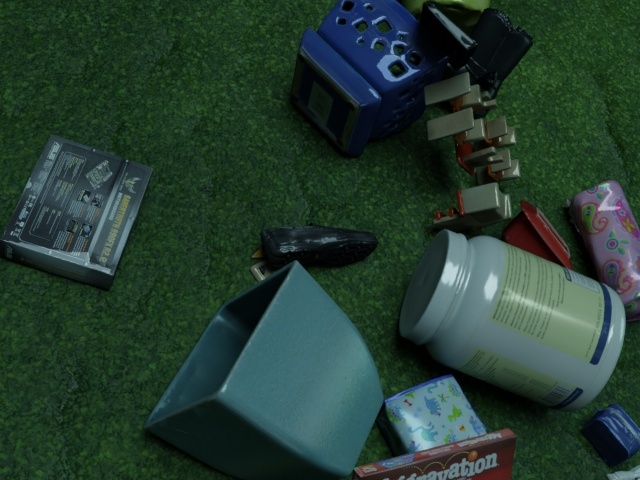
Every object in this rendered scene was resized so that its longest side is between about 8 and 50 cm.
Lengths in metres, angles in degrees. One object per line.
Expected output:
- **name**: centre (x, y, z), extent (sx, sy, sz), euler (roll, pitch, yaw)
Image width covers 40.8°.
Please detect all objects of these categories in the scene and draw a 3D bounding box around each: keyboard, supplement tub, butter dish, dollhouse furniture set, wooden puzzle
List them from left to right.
- **wooden puzzle**: centre (-0.077, 0.058, 1.504), extent (0.078, 0.014, 0.116), euler (-35, 76, -34)
- **keyboard**: centre (0.261, -0.352, 1.625), extent (0.201, 0.317, 0.033), euler (41, 98, 1)
- **dollhouse furniture set**: centre (0.281, -0.156, 1.667), extent (0.262, 0.135, 0.259), euler (29, 54, -55)
- **supplement tub**: centre (0.322, 0.132, 1.474), extent (0.325, 0.235, 0.235), euler (23, 54, -6)
- **butter dish**: centre (0.401, 0.016, 1.659), extent (0.160, 0.118, 0.160), euler (53, 17, -1)

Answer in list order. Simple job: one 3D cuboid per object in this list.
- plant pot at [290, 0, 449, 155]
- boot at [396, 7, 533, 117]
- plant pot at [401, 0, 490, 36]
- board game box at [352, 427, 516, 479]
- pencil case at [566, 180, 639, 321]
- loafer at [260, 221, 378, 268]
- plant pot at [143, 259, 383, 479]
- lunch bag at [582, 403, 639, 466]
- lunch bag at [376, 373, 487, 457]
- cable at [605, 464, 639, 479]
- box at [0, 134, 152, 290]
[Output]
- **plant pot**: centre (0.077, -0.320, 1.673), extent (0.212, 0.236, 0.236), euler (-39, 76, -23)
- **boot**: centre (0.303, -0.404, 1.828), extent (0.246, 0.207, 0.094), euler (27, 13, -8)
- **plant pot**: centre (0.282, -0.578, 1.922), extent (0.276, 0.276, 0.254), euler (11, 67, -15)
- **board game box**: centre (0.174, 0.383, 1.321), extent (0.281, 0.145, 0.027), euler (-7, 22, -25)
- **pencil case**: centre (0.590, 0.020, 1.728), extent (0.124, 0.124, 0.284), euler (1, 58, -21)
- **loafer**: centre (0.000, 0.000, 1.531), extent (0.223, 0.076, 0.078), euler (-4, 51, -28)
- **plant pot**: centre (-0.055, 0.228, 1.269), extent (0.252, 0.247, 0.248), euler (40, 52, -14)
- **lunch bag**: centre (0.518, 0.338, 1.521), extent (0.065, 0.067, 0.098), euler (-26, 70, -33)
- **lunch bag**: centre (0.183, 0.299, 1.399), extent (0.151, 0.096, 0.129), euler (-21, 68, -20)
- **cable**: centre (0.591, 0.499, 1.434), extent (0.257, 0.089, 0.257), euler (-5, 62, -25)
- **box**: centre (-0.398, -0.050, 1.422), extent (0.183, 0.056, 0.231), euler (18, 54, -10)
